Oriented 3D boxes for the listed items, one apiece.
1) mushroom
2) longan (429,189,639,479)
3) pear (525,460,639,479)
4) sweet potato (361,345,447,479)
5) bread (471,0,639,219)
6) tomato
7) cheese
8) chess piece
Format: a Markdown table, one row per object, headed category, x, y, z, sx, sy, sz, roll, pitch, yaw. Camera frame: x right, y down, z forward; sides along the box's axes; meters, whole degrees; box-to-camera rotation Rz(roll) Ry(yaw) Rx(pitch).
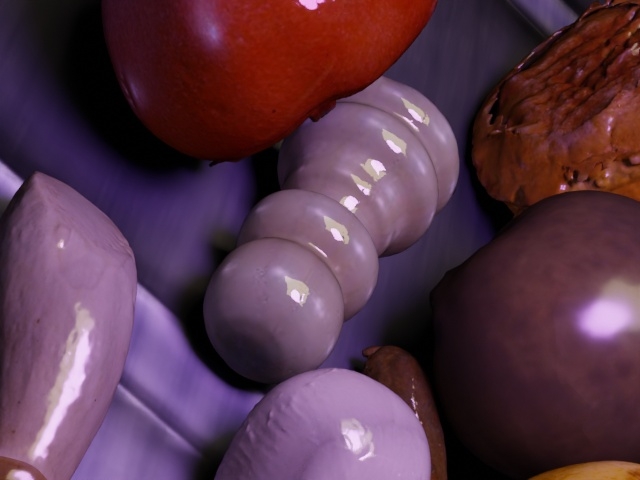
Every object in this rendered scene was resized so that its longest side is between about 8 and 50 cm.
| category | x | y | z | sx | sy | sz | roll | pitch | yaw |
| --- | --- | --- | --- | --- | --- | --- | --- | --- | --- |
| mushroom | -0.219 | 0.087 | 1.367 | 0.128 | 0.128 | 0.350 | 30 | 48 | -27 |
| longan | 0.252 | 0.101 | 1.692 | 0.319 | 0.319 | 0.319 | 26 | 45 | -30 |
| pear | 0.253 | 0.329 | 1.535 | 0.280 | 0.280 | 0.281 | 26 | 45 | -30 |
| sweet potato | 0.086 | 0.222 | 1.615 | 0.075 | 0.075 | 0.273 | 16 | 54 | -38 |
| bread | 0.352 | -0.136 | 1.986 | 0.204 | 0.336 | 0.358 | 57 | 31 | -29 |
| tomato | -0.061 | -0.246 | 1.603 | 0.273 | 0.341 | 0.341 | 55 | 36 | -18 |
| cheese | 0.006 | 0.204 | 1.470 | 0.198 | 0.189 | 0.154 | 18 | 18 | -38 |
| chess piece | 0.000 | 0.000 | 1.628 | 0.182 | 0.182 | 0.330 | 44 | 44 | -11 |
